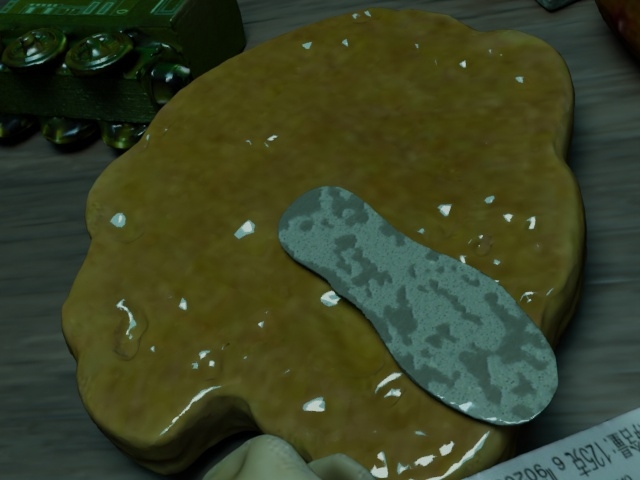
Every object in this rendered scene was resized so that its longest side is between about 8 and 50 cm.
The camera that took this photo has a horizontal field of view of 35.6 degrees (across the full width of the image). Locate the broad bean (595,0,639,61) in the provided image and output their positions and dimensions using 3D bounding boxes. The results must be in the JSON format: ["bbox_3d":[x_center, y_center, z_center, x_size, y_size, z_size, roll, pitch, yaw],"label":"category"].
[{"bbox_3d":[0.233,-0.151,0.607,0.114,0.084,0.165,-7,42,-7],"label":"broad bean"}]

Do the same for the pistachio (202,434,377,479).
[{"bbox_3d":[-0.012,0.190,0.389,0.152,0.126,0.223,-22,57,43],"label":"pistachio"}]

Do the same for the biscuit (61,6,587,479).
[{"bbox_3d":[0.000,0.000,0.587,0.312,0.057,0.351,-9,51,15],"label":"biscuit"}]

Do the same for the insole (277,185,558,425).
[{"bbox_3d":[0.044,0.027,0.509,0.065,0.006,0.193,-41,50,-13],"label":"insole"}]

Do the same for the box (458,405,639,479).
[{"bbox_3d":[0.111,0.137,0.342,0.199,0.081,0.135,-11,57,-33],"label":"box"}]

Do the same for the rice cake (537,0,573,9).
[{"bbox_3d":[0.223,-0.218,0.695,0.180,0.030,0.042,-30,54,-4],"label":"rice cake"}]

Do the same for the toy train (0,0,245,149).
[{"bbox_3d":[-0.177,-0.142,0.752,0.226,0.090,0.137,8,49,26],"label":"toy train"}]
